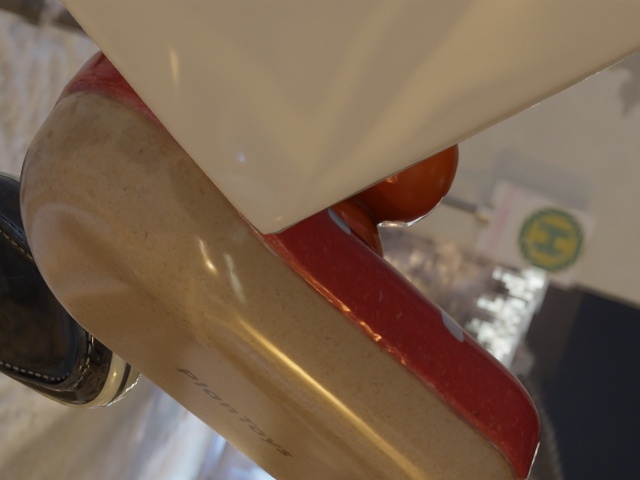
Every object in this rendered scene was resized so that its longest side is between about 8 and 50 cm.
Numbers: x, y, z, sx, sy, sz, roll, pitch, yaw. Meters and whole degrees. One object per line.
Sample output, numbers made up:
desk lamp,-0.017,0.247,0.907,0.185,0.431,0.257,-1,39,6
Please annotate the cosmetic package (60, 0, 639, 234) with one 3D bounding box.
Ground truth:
cosmetic package,0.055,-0.230,0.513,0.230,0.161,0.453,-26,-151,25

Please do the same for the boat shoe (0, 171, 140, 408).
boat shoe,-0.350,0.001,1.472,0.156,0.500,0.187,-17,132,-50

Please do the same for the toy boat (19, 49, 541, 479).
toy boat,0.000,0.000,0.665,0.151,0.231,0.151,-2,-130,58
